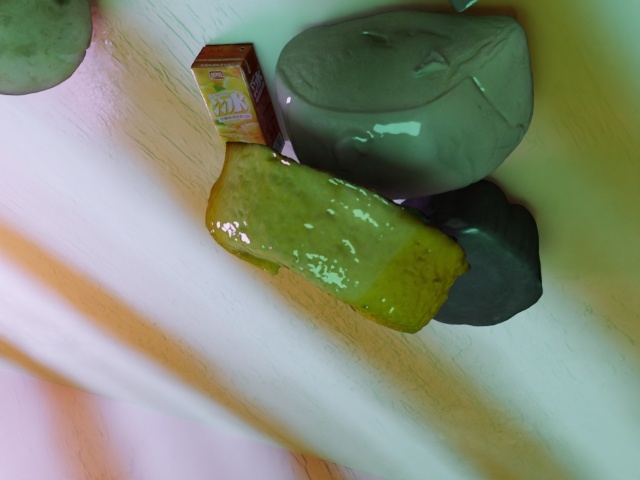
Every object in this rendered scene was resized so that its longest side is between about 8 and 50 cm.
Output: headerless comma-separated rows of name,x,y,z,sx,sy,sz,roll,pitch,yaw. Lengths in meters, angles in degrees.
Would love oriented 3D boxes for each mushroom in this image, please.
mushroom,-0.489,-0.353,1.064,0.255,0.184,0.255,-9,123,-14

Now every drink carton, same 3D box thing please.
drink carton,-0.140,-0.231,1.170,0.096,0.071,0.223,4,141,19

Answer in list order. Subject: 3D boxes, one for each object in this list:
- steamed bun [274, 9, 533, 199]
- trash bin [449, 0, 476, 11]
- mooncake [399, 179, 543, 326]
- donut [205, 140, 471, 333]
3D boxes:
steamed bun,0.113,-0.181,0.995,0.383,0.236,0.247,3,147,21
trash bin,0.159,-0.423,0.777,0.240,0.122,0.164,41,136,-24
mooncake,0.272,0.023,1.258,0.306,0.154,0.306,11,143,8
donut,0.000,0.000,1.017,0.435,0.163,0.377,26,175,16
